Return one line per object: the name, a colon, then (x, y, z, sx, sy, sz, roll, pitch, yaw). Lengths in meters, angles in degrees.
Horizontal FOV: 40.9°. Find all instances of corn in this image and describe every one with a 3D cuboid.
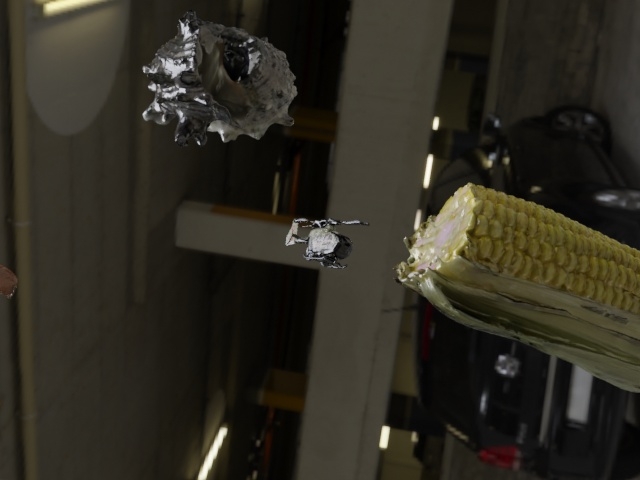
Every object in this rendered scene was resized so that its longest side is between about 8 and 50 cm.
corn: (0.210, 0.047, 0.743, 0.122, 0.305, 0.123, -22, 48, 65)

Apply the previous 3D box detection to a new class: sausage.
sausage: (-0.474, 0.026, 1.097, 0.040, 0.177, 0.047, -170, 100, -77)

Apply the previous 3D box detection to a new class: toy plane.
toy plane: (0.000, 0.000, 0.862, 0.121, 0.031, 0.049, 1, 72, 52)

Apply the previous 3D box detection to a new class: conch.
conch: (-0.153, -0.235, 1.337, 0.186, 0.241, 0.313, -62, -5, 20)
